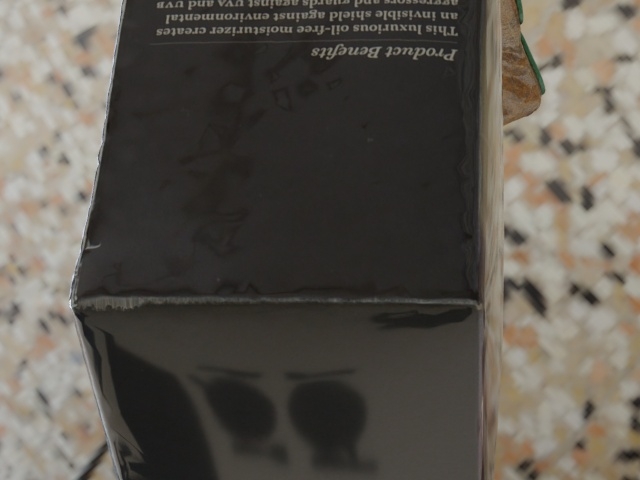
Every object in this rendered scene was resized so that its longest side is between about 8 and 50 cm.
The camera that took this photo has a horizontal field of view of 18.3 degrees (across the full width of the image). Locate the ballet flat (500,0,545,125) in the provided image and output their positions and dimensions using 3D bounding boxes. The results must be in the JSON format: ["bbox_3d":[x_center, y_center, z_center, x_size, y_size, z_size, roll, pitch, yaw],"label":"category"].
[{"bbox_3d":[0.152,-0.210,1.999,0.107,0.106,0.316,53,174,39],"label":"ballet flat"}]

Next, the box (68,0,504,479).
[{"bbox_3d":[0.000,0.000,0.990,0.183,0.294,0.296,1,143,5],"label":"box"}]
